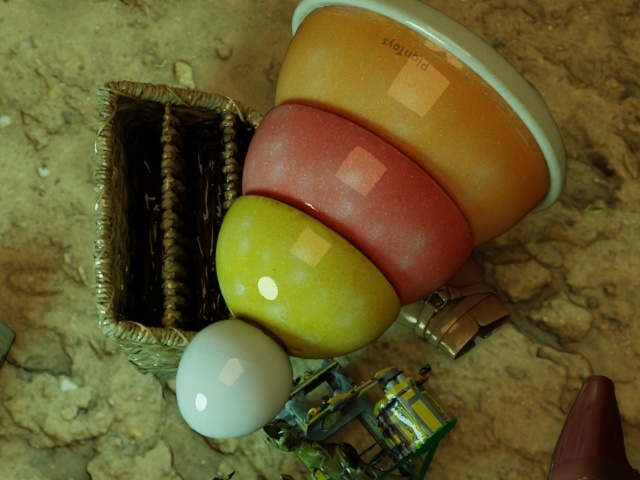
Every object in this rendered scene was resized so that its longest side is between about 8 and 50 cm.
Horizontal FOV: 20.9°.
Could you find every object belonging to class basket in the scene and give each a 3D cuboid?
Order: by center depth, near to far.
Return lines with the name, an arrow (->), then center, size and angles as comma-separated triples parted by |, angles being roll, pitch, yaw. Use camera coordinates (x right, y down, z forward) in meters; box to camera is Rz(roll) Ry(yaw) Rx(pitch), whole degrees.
basket -> -0.129, -0.013, 1.945 | 0.213, 0.223, 0.299 | -2, 72, 5

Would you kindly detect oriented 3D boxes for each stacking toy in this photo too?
stacking toy -> 0.000, 0.000, 1.824 | 0.350, 0.350, 0.480 | 33, 72, 14

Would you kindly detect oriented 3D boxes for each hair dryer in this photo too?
hair dryer -> 0.341, 0.278, 1.878 | 0.223, 0.080, 0.294 | -3, 58, -39

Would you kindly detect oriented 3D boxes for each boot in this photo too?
boot -> 0.103, 0.081, 1.966 | 0.197, 0.073, 0.152 | -35, 68, -9

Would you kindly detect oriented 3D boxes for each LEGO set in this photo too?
LEGO set -> -0.030, 0.225, 1.852 | 0.331, 0.255, 0.192 | -38, 73, -10

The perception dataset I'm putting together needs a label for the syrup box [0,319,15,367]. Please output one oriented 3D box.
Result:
syrup box -> -0.449, 0.184, 1.982 | 0.093, 0.096, 0.237 | 20, 76, 13
